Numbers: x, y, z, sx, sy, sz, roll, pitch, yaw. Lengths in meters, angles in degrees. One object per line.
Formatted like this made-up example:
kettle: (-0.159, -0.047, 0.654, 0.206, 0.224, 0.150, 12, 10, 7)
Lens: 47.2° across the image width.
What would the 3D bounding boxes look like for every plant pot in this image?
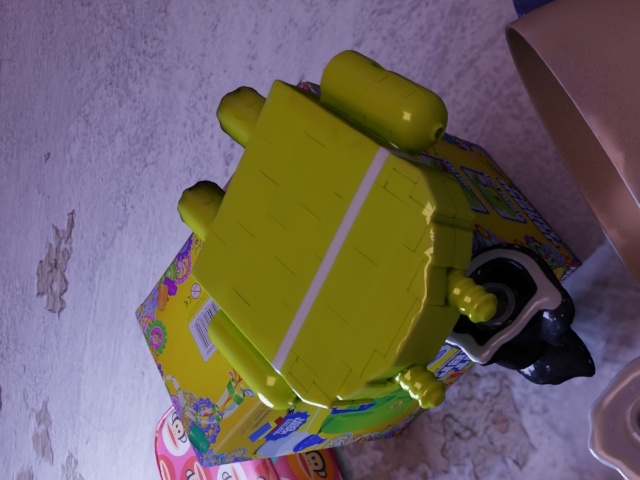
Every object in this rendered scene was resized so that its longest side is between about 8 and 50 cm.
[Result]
plant pot: (0.283, -0.078, 0.513, 0.190, 0.284, 0.284, -30, 63, 13)

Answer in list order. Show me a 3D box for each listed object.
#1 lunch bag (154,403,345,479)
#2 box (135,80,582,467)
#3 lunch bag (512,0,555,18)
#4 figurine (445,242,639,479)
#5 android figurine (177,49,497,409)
lunch bag: (-0.095, 0.314, 0.887, 0.258, 0.120, 0.293, -45, 57, 30)
box: (0.035, 0.044, 0.695, 0.290, 0.279, 0.177, -51, 55, 26)
lunch bag: (0.221, -0.240, 0.708, 0.067, 0.065, 0.099, -15, 72, 25)
figurine: (0.218, 0.110, 0.567, 0.215, 0.209, 0.092, 38, 93, 35)
android figurine: (0.000, 0.000, 0.504, 0.273, 0.056, 0.248, 37, 109, 39)
